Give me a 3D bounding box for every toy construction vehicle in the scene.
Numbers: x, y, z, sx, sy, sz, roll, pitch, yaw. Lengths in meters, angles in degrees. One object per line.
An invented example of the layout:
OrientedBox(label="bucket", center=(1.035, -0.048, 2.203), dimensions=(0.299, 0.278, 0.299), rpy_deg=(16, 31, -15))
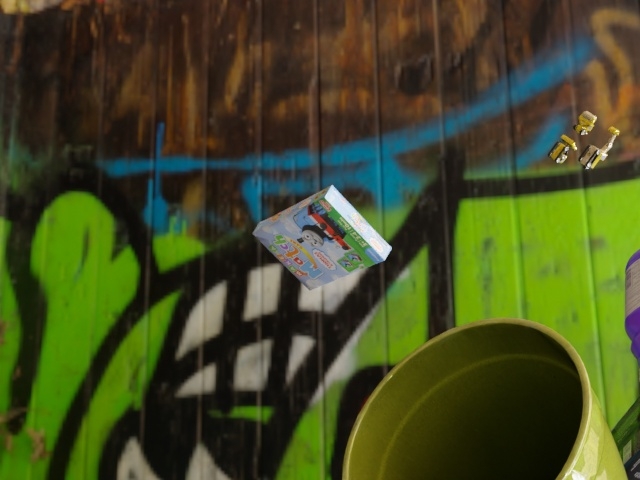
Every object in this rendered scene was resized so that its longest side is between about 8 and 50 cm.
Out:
OrientedBox(label="toy construction vehicle", center=(0.437, -0.158, 1.765), dimensions=(0.035, 0.098, 0.086), rpy_deg=(25, -167, -41))

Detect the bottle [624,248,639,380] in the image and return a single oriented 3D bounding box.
OrientedBox(label="bottle", center=(0.566, 0.126, 1.778), dimensions=(0.092, 0.283, 0.118), rpy_deg=(34, 132, -16))

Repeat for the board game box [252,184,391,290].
OrientedBox(label="board game box", center=(0.000, 0.000, 1.905), dimensions=(0.160, 0.039, 0.211), rpy_deg=(45, 140, -18))

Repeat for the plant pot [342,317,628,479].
OrientedBox(label="plant pot", center=(0.279, 0.358, 1.495), dimensions=(0.366, 0.366, 0.353), rpy_deg=(-14, 131, 36))

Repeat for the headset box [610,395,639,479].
OrientedBox(label="headset box", center=(0.632, 0.349, 1.707), dimensions=(0.293, 0.110, 0.218), rpy_deg=(13, 144, 0))
